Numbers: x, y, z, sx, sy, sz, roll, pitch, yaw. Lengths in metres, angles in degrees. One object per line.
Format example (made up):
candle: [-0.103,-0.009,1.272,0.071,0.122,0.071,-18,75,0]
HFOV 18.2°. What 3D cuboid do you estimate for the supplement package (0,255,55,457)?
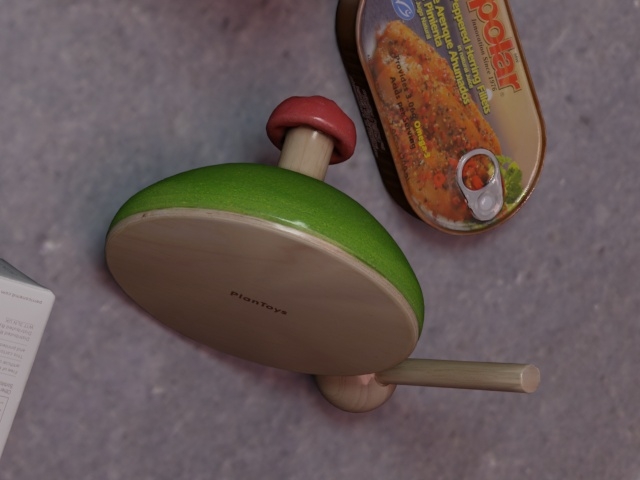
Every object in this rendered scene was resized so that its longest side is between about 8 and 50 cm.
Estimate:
supplement package: [-0.229,0.087,1.057,0.105,0.105,0.179,18,94,-30]

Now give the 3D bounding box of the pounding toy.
pounding toy: [0.000,0.000,1.140,0.237,0.183,0.110,34,60,-30]

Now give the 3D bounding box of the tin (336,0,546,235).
tin: [0.074,-0.094,1.211,0.106,0.040,0.189,-25,113,-16]
